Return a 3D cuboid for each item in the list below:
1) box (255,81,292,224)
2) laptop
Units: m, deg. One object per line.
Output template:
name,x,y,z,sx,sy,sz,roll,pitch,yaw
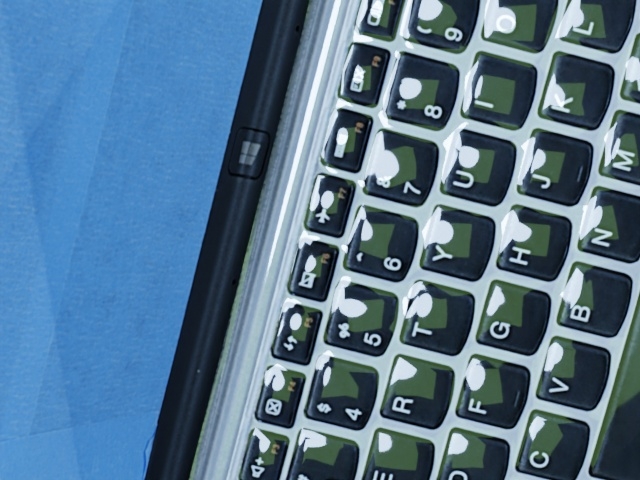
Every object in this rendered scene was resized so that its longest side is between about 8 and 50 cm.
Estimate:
box,0.000,0.000,0.478,0.293,0.073,0.296,-19,98,0
laptop,0.039,0.000,0.324,0.407,0.236,0.382,14,97,-3
